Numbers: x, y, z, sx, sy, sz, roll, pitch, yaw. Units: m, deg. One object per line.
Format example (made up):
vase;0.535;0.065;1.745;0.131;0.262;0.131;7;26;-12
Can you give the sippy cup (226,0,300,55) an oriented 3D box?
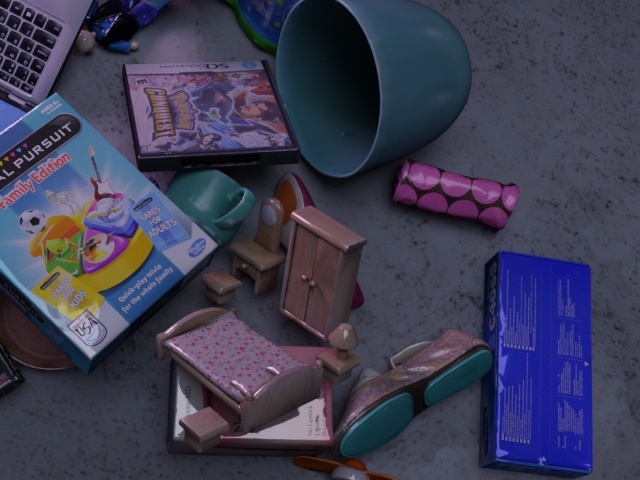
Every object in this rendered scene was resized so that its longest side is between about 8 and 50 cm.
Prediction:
sippy cup;-0.022;-0.461;1.727;0.305;0.224;0.240;-25;78;-20

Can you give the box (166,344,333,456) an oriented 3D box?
box;-0.106;0.237;1.499;0.232;0.127;0.148;4;70;-12

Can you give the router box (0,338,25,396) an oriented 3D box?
router box;-0.502;0.196;1.456;0.122;0.038;0.092;-34;79;-2

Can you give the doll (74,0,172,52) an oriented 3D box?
doll;-0.346;-0.382;1.721;0.129;0.046;0.189;47;69;-3

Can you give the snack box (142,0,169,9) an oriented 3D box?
snack box;-0.265;-0.569;1.702;0.187;0.060;0.322;-31;65;22

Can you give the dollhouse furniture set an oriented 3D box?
dollhouse furniture set;-0.118;0.083;1.401;0.303;0.173;0.355;32;35;34

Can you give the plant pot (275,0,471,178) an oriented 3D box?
plant pot;0.103;-0.266;1.657;0.235;0.293;0.293;-14;73;-31

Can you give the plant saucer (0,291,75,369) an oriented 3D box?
plant saucer;-0.402;0.103;1.534;0.199;0.036;0.198;4;70;-10

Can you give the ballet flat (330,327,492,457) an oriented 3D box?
ballet flat;0.123;0.230;1.574;0.316;0.107;0.106;-24;42;-27

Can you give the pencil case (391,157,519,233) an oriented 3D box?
pencil case;0.224;-0.080;1.712;0.209;0.098;0.095;16;112;-7

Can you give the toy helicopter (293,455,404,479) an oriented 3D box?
toy helicopter;0.089;0.426;1.493;0.355;0.140;0.235;4;60;-22

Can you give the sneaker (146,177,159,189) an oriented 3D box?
sneaker;-0.289;-0.003;1.580;0.083;0.087;0.221;-6;56;19

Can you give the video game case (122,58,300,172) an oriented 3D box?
video game case;-0.182;-0.207;1.628;0.248;0.035;0.275;-4;41;-14

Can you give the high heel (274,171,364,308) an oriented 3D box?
high heel;0.000;0.000;1.654;0.117;0.082;0.244;10;49;-41

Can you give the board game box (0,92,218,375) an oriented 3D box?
board game box;-0.356;-0.016;1.444;0.336;0.079;0.254;43;60;5

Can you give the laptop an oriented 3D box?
laptop;-0.602;-0.330;1.534;0.382;0.236;0.408;28;99;-2

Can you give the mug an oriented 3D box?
mug;-0.183;-0.050;1.573;0.129;0.158;0.097;30;70;-7

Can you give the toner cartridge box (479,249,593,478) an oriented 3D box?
toner cartridge box;0.350;0.199;1.641;0.165;0.075;0.347;9;68;-8
